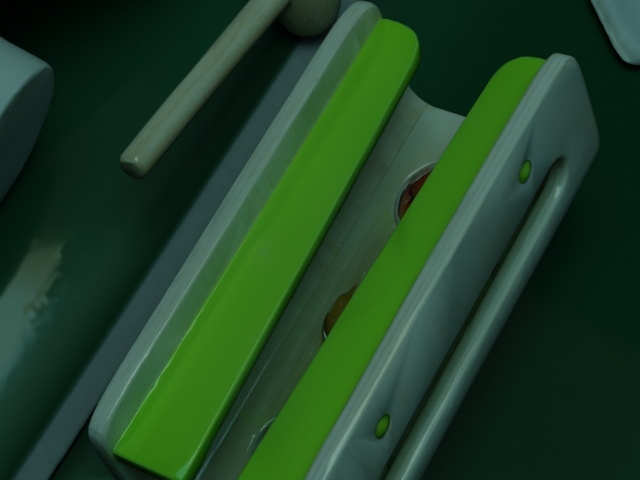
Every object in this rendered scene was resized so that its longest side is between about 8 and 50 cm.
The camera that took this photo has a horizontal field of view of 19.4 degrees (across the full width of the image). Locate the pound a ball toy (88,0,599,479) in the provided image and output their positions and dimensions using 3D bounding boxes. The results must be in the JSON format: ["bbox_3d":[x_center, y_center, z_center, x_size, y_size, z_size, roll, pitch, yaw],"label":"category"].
[{"bbox_3d":[0.000,0.000,0.947,0.208,0.136,0.319,19,65,27],"label":"pound a ball toy"}]

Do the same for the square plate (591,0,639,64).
[{"bbox_3d":[0.270,-0.304,1.129,0.347,0.049,0.344,-18,73,-15],"label":"square plate"}]

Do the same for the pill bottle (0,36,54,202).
[{"bbox_3d":[-0.256,-0.094,0.928,0.229,0.131,0.131,28,68,3],"label":"pill bottle"}]
